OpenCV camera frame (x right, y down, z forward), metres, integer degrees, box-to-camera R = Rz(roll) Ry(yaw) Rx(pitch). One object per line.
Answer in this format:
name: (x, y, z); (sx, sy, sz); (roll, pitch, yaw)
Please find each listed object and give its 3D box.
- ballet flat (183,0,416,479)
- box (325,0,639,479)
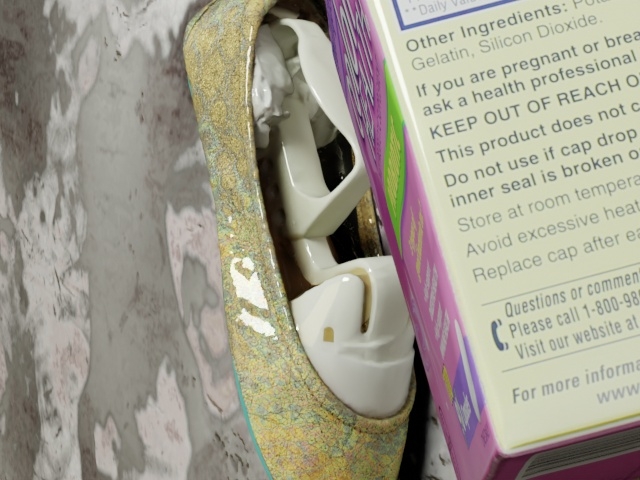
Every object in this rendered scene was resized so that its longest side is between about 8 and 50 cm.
ballet flat: (0.000, 0.000, 0.724); (0.123, 0.123, 0.349); (-35, 64, 55)
box: (0.083, -0.031, 0.479); (0.213, 0.117, 0.243); (77, 179, -73)
